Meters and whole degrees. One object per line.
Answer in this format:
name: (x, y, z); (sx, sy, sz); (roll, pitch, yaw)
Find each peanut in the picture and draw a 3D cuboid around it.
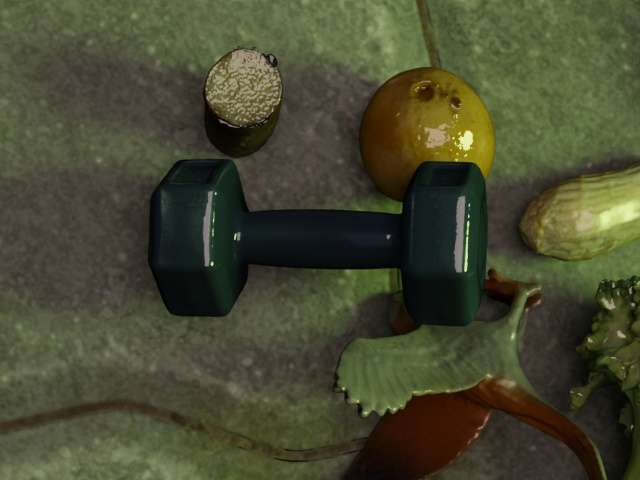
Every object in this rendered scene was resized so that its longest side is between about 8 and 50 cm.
peanut: (0.302, -0.033, 1.844); (0.206, 0.087, 0.087); (-15, 86, -11)

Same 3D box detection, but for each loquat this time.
loquat: (0.106, -0.100, 1.793); (0.141, 0.141, 0.141); (1, 83, -9)

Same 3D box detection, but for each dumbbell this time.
dumbbell: (0.000, 0.000, 1.717); (0.316, 0.156, 0.144); (1, 52, 10)

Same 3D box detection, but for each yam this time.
yam: (-0.077, -0.134, 1.774); (0.084, 0.127, 0.084); (1, 80, -6)

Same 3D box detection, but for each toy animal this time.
toy animal: (0.171, 0.141, 1.722); (0.284, 0.225, 0.302); (13, 50, 16)

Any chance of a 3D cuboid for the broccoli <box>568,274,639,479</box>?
broccoli: (0.400, 0.207, 1.738); (0.338, 0.277, 0.318); (16, 86, -5)
